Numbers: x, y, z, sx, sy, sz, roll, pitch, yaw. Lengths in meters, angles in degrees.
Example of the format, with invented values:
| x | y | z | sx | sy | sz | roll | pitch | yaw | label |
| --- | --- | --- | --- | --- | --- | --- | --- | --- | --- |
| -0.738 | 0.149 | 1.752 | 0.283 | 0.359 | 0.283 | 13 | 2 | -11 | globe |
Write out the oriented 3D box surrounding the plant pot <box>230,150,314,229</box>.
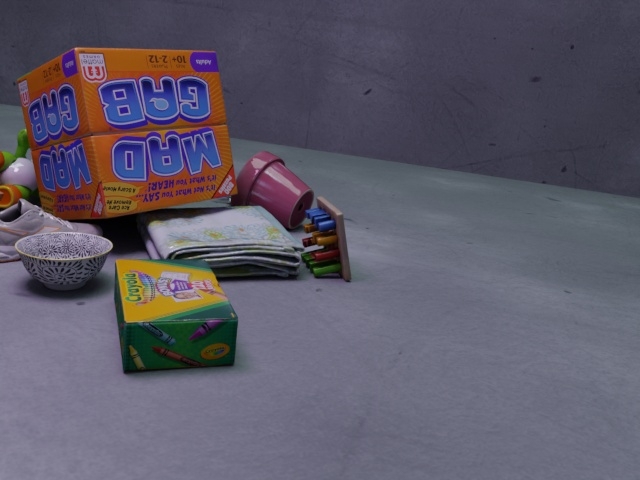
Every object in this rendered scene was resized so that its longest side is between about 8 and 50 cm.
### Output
| x | y | z | sx | sy | sz | roll | pitch | yaw | label |
| --- | --- | --- | --- | --- | --- | --- | --- | --- | --- |
| -0.127 | -0.128 | 1.732 | 0.180 | 0.201 | 0.201 | 30 | 23 | 18 | plant pot |

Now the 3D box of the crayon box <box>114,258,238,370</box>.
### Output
| x | y | z | sx | sy | sz | roll | pitch | yaw | label |
| --- | --- | --- | --- | --- | --- | --- | --- | --- | --- |
| -0.250 | 0.112 | 1.005 | 0.165 | 0.081 | 0.278 | 1 | 17 | -22 | crayon box |

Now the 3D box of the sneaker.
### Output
| x | y | z | sx | sy | sz | roll | pitch | yaw | label |
| --- | --- | --- | --- | --- | --- | --- | --- | --- | --- |
| -0.588 | -0.029 | 1.277 | 0.262 | 0.121 | 0.099 | -7 | 22 | -40 | sneaker |

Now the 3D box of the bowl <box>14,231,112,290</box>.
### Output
| x | y | z | sx | sy | sz | roll | pitch | yaw | label |
| --- | --- | --- | --- | --- | --- | --- | --- | --- | --- |
| -0.482 | 0.044 | 1.142 | 0.170 | 0.080 | 0.170 | 7 | 16 | -2 | bowl |

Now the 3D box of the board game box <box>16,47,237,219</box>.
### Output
| x | y | z | sx | sy | sz | roll | pitch | yaw | label |
| --- | --- | --- | --- | --- | --- | --- | --- | --- | --- |
| -0.474 | -0.255 | 1.498 | 0.356 | 0.356 | 0.356 | -16 | 11 | -43 | board game box |

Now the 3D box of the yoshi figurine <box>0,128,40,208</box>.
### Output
| x | y | z | sx | sy | sz | roll | pitch | yaw | label |
| --- | --- | --- | --- | --- | --- | --- | --- | --- | --- |
| -0.754 | -0.182 | 1.643 | 0.203 | 0.203 | 0.362 | 27 | 12 | 4 | yoshi figurine |

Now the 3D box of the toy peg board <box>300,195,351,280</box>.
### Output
| x | y | z | sx | sy | sz | roll | pitch | yaw | label |
| --- | --- | --- | --- | --- | --- | --- | --- | --- | --- |
| 0.000 | 0.000 | 1.390 | 0.079 | 0.160 | 0.161 | -14 | 21 | -13 | toy peg board |

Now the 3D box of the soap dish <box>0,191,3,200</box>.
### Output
| x | y | z | sx | sy | sz | roll | pitch | yaw | label |
| --- | --- | --- | --- | --- | --- | --- | --- | --- | --- |
| -0.921 | -0.101 | 1.393 | 0.291 | 0.118 | 0.229 | 17 | 19 | 29 | soap dish |

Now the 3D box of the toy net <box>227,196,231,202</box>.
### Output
| x | y | z | sx | sy | sz | roll | pitch | yaw | label |
| --- | --- | --- | --- | --- | --- | --- | --- | --- | --- |
| -0.301 | -0.148 | 1.967 | 0.232 | 0.045 | 0.122 | 23 | 20 | 39 | toy net |

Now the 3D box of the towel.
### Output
| x | y | z | sx | sy | sz | roll | pitch | yaw | label |
| --- | --- | --- | --- | --- | --- | --- | --- | --- | --- |
| -0.242 | -0.008 | 1.416 | 0.320 | 0.090 | 0.374 | 0 | 17 | -25 | towel |
